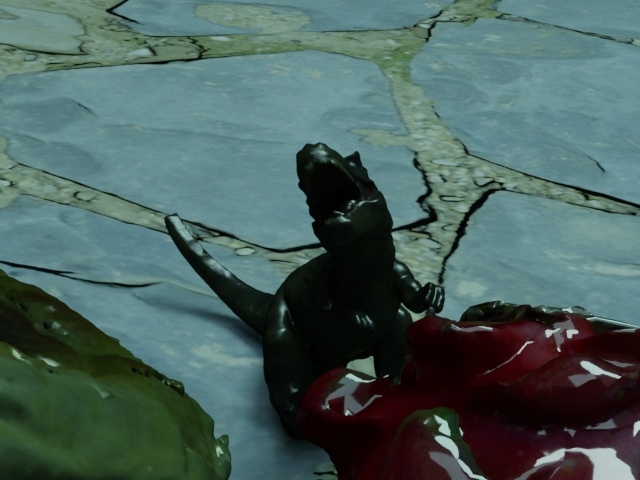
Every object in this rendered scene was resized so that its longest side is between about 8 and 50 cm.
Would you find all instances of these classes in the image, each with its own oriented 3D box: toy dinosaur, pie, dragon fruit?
[{"bbox_3d":[0.000,0.000,0.738,0.087,0.187,0.179,-3,50,-23],"label":"toy dinosaur"},{"bbox_3d":[-0.164,0.040,0.591,0.306,0.071,0.306,20,3,-1],"label":"pie"},{"bbox_3d":[0.100,0.131,0.389,0.273,0.198,0.218,23,20,34],"label":"dragon fruit"}]
